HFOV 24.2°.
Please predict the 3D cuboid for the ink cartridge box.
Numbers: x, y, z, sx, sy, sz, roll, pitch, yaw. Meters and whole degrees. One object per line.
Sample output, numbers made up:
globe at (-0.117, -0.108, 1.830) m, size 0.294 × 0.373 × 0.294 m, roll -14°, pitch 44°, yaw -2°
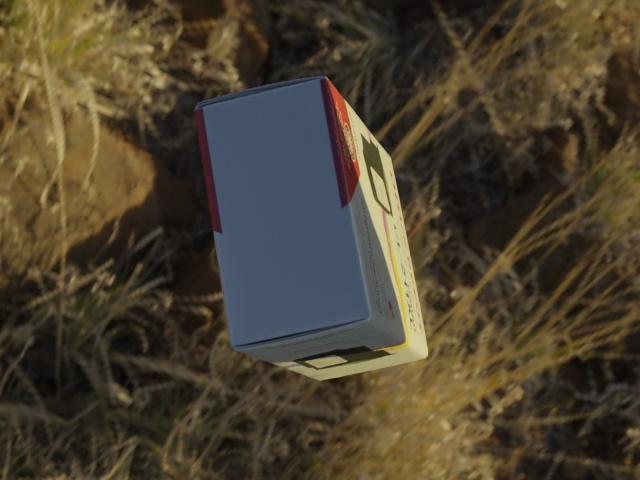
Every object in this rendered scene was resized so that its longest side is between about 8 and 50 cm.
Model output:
ink cartridge box at (0.000, 0.000, 0.798) m, size 0.072 × 0.175 × 0.127 m, roll -13°, pitch 78°, yaw 11°
